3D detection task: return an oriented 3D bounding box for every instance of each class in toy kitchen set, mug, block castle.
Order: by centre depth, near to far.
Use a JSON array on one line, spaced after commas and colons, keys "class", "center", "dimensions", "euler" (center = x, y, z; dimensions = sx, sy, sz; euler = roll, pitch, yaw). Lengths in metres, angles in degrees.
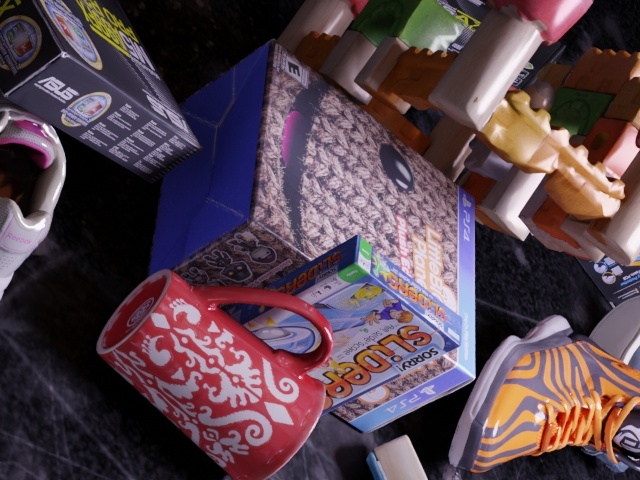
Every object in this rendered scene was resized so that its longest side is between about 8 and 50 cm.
[{"class": "mug", "center": [-0.084, 0.096, 1.388], "dimensions": [0.169, 0.113, 0.150], "euler": [41, 74, -18]}, {"class": "toy kitchen set", "center": [0.029, 0.256, 1.472], "dimensions": [0.207, 0.166, 0.122], "euler": [83, -16, -80]}, {"class": "block castle", "center": [0.174, -0.163, 1.641], "dimensions": [0.303, 0.453, 0.213], "euler": [38, 83, -26]}]

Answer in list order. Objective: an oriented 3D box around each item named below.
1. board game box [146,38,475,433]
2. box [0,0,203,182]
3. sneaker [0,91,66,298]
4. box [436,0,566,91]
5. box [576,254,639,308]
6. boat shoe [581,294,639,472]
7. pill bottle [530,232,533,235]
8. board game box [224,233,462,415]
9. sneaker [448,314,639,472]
[{"class": "board game box", "center": [0.000, 0.000, 1.557], "dimensions": [0.291, 0.141, 0.232], "euler": [35, 40, -32]}, {"class": "box", "center": [-0.216, -0.177, 1.362], "dimensions": [0.216, 0.060, 0.270], "euler": [58, 10, 21]}, {"class": "sneaker", "center": [-0.251, -0.076, 1.311], "dimensions": [0.103, 0.111, 0.252], "euler": [19, 50, -45]}, {"class": "box", "center": [0.181, -0.236, 1.992], "dimensions": [0.191, 0.045, 0.184], "euler": [31, 35, 11]}, {"class": "box", "center": [0.453, -0.026, 2.036], "dimensions": [0.293, 0.295, 0.073], "euler": [50, 37, -13]}, {"class": "boat shoe", "center": [0.359, 0.163, 1.946], "dimensions": [0.079, 0.095, 0.254], "euler": [46, 37, -17]}, {"class": "pill bottle", "center": [0.247, -0.091, 2.003], "dimensions": [0.087, 0.087, 0.160], "euler": [-19, 81, -56]}, {"class": "board game box", "center": [0.003, 0.083, 1.442], "dimensions": [0.136, 0.201, 0.035], "euler": [37, 40, -29]}, {"class": "sneaker", "center": [0.263, 0.178, 1.718], "dimensions": [0.180, 0.124, 0.321], "euler": [27, 28, 19]}]
